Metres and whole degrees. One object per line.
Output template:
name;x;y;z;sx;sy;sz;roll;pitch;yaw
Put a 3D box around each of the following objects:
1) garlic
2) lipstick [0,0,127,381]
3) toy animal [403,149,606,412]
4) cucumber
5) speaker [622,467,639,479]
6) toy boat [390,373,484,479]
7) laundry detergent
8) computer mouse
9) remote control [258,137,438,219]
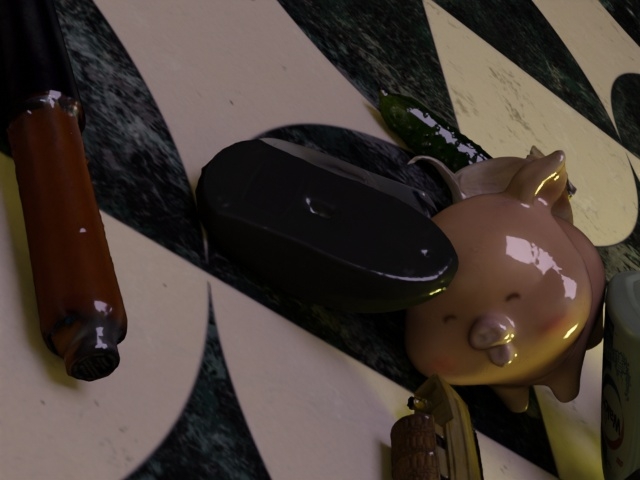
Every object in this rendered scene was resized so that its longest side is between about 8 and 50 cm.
garlic;0.217;-0.033;1.967;0.148;0.128;0.266;43;23;31
lipstick;-0.227;-0.061;1.355;0.077;0.077;0.418;24;36;-41
toy animal;0.208;0.053;1.737;0.269;0.237;0.326;63;21;-13
cucumber;0.157;-0.119;2.058;0.227;0.069;0.069;39;27;-10
speaker;0.343;0.389;1.493;0.254;0.184;0.232;35;28;-21
toy boat;0.107;0.208;1.509;0.088;0.068;0.226;31;30;-21
laundry detergent;0.362;0.194;1.765;0.215;0.105;0.280;-94;-179;-67
computer mouse;0.000;0.000;1.590;0.269;0.086;0.137;23;42;2
remote control;0.051;-0.047;1.795;0.313;0.055;0.109;15;41;-50
